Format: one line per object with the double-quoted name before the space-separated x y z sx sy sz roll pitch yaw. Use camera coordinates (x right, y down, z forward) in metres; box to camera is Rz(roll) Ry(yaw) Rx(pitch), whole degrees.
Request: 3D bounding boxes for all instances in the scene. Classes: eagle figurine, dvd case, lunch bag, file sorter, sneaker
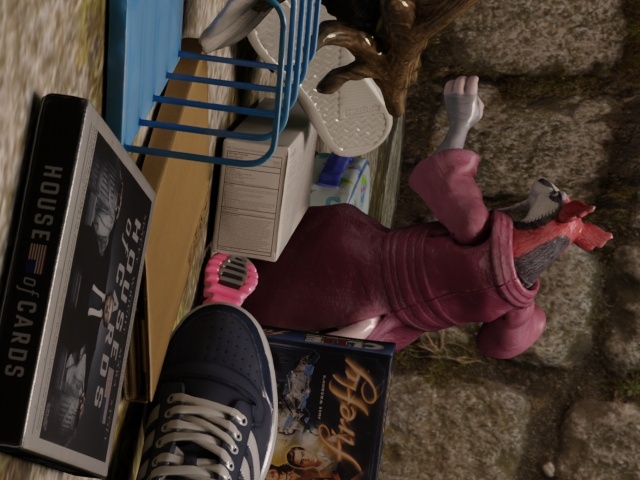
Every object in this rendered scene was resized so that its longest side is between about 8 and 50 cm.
"eagle figurine" 0.030 -0.246 1.416 0.225 0.226 0.298 26 47 -56
"dvd case" -0.134 0.034 1.095 0.239 0.029 0.179 67 32 -79
"lunch bag" 0.000 0.000 2.157 0.219 0.090 0.176 -67 165 -70
"file sorter" -0.061 -0.130 1.218 0.170 0.104 0.118 -71 167 -62
"sneaker" -0.086 0.060 1.637 0.119 0.047 0.057 -76 -166 -45
"sneaker" -0.092 0.158 1.358 0.153 0.099 0.282 89 13 -69
"sneaker" -0.026 -0.200 1.681 0.151 0.094 0.256 62 -2 46

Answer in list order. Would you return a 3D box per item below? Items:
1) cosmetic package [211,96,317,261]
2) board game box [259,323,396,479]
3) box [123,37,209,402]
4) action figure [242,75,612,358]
"cosmetic package" -0.045 -0.058 1.738 0.239 0.060 0.099 -62 161 -76
"board game box" -0.032 0.197 1.700 0.042 0.165 0.243 -57 154 -78
"box" -0.105 -0.016 1.368 0.164 0.021 0.201 93 8 -45
"action figure" 0.084 0.028 1.823 0.248 0.370 0.276 60 35 -16
